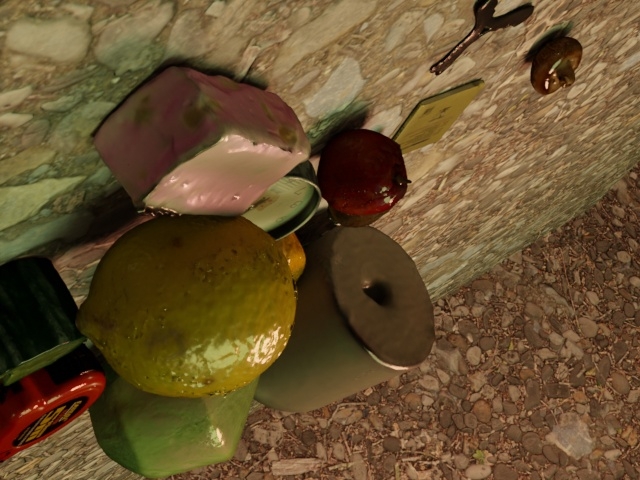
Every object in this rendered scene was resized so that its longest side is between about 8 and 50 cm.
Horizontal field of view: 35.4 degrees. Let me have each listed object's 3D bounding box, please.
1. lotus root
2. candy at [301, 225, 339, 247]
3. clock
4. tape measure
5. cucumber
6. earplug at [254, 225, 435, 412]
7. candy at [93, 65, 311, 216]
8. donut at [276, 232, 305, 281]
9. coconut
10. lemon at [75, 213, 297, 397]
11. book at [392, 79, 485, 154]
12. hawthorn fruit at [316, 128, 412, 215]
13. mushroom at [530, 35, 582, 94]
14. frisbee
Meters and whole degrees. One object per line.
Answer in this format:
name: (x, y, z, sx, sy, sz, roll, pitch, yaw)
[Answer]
lotus root: (0.086, -0.094, 1.787, 0.120, 0.120, 0.209, -20, 161, -44)
candy: (0.000, 0.000, 2.066, 0.184, 0.049, 0.056, -18, 129, -26)
clock: (-0.107, -0.052, 1.487, 0.226, 0.049, 0.226, -17, 155, -9)
tape measure: (-0.491, 0.267, 1.679, 0.253, 0.114, 0.260, -44, 166, 35)
cucumber: (-0.411, 0.117, 1.358, 0.191, 0.130, 0.191, -28, 170, -5)
earplug: (-0.012, 0.184, 2.035, 0.394, 0.313, 0.312, -32, 170, 34)
candy: (-0.132, -0.113, 1.217, 0.155, 0.116, 0.265, -40, 165, 19)
donut: (-0.156, 0.076, 1.809, 0.303, 0.110, 0.303, -32, 165, -10)
coconut: (-0.270, 0.299, 1.910, 0.328, 0.281, 0.328, -17, 172, -2)
lemon: (-0.177, 0.088, 1.358, 0.310, 0.258, 0.258, -9, 154, -32)
book: (0.201, -0.215, 1.838, 0.168, 0.013, 0.192, -24, 163, -34)
hawthorn fruit: (0.079, -0.108, 1.612, 0.148, 0.148, 0.172, -22, -160, -39)
mushroom: (0.438, -0.326, 1.868, 0.126, 0.085, 0.109, 104, 9, -53)
frisbee: (0.250, -0.324, 1.592, 0.187, 0.012, 0.211, -41, 165, 28)
